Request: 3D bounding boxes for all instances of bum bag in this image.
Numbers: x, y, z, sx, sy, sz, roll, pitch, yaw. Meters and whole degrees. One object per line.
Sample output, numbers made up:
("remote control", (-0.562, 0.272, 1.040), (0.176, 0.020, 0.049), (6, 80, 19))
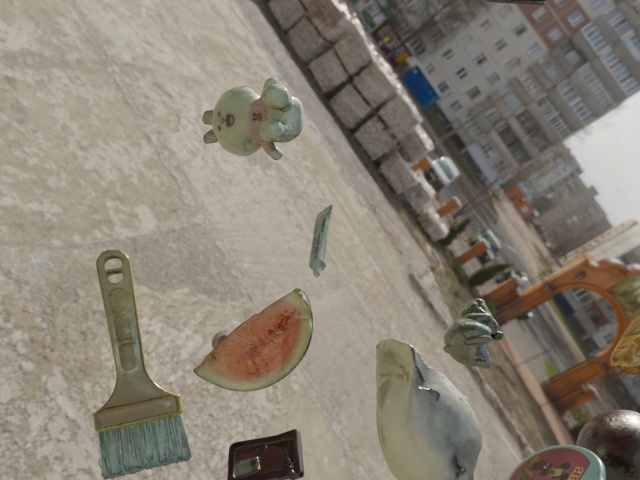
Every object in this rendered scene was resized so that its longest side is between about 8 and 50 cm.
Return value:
("bum bag", (-0.114, 0.454, 1.156), (0.109, 0.159, 0.026), (-97, 174, -54))

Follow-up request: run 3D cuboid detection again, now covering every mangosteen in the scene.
("mangosteen", (0.584, 0.438, 1.068), (0.216, 0.216, 0.216), (47, 20, -23))

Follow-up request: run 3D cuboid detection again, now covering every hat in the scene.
("hat", (-0.236, 0.240, 1.346), (0.087, 0.058, 0.042), (36, -21, 44))

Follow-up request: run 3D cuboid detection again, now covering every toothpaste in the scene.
("toothpaste", (0.000, 0.000, 1.367), (0.041, 0.064, 0.218), (32, 43, -26))

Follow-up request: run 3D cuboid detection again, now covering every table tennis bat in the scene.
("table tennis bat", (0.362, 0.354, 0.789), (0.040, 0.153, 0.244), (55, -27, -6))

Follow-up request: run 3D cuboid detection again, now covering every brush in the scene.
("brush", (-0.185, 0.110, 0.541), (0.010, 0.083, 0.218), (115, -38, -70))

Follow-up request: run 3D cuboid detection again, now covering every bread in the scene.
("bread", (0.589, 0.185, 1.025), (0.053, 0.132, 0.074), (40, -15, 3))

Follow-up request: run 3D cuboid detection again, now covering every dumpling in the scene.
("dumpling", (0.160, 0.300, 0.929), (0.175, 0.227, 0.243), (13, 74, -20))

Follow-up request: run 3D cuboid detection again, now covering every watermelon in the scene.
("watermelon", (-0.115, 0.258, 1.269), (0.128, 0.303, 0.159), (56, 5, 33))

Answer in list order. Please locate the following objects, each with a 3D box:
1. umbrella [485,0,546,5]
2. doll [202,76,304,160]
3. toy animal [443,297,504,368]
("umbrella", (0.318, -0.411, 0.926), (0.031, 0.133, 0.036), (-152, -119, -73))
("doll", (-0.128, -0.231, 1.092), (0.113, 0.275, 0.154), (-10, 99, -39))
("toy animal", (0.365, 0.198, 1.343), (0.236, 0.138, 0.108), (-71, 159, -57))
